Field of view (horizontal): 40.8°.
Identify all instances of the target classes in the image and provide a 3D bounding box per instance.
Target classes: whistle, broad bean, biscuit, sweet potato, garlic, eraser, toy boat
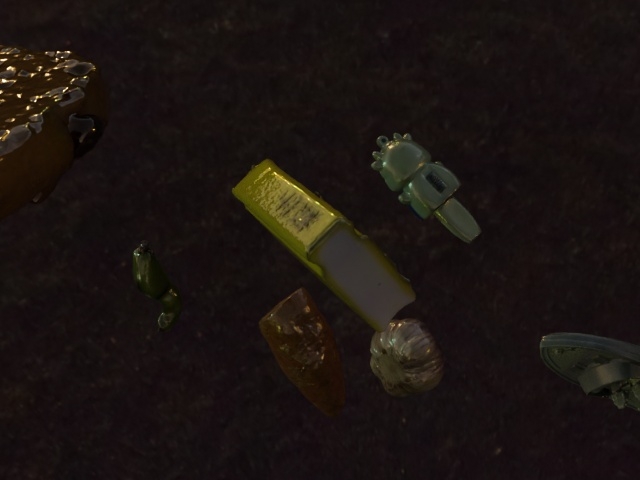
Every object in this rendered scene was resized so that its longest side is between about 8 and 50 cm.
[{"bbox_3d":[0.185,-0.092,1.505,0.244,0.092,0.110,46,67,2],"label":"whistle"},{"bbox_3d":[-0.287,0.078,1.501,0.048,0.213,0.070,20,51,30],"label":"broad bean"},{"bbox_3d":[-0.274,-0.052,0.535,0.296,0.075,0.296,-5,29,3],"label":"biscuit"},{"bbox_3d":[-0.017,0.170,1.285,0.097,0.251,0.097,-16,35,11],"label":"sweet potato"},{"bbox_3d":[0.157,0.206,1.535,0.147,0.159,0.102,36,47,25],"label":"garlic"},{"bbox_3d":[0.000,0.000,1.000,0.069,0.158,0.226,-44,37,-5],"label":"eraser"},{"bbox_3d":[0.507,0.229,1.496,0.320,0.141,0.092,23,55,-20],"label":"toy boat"}]
